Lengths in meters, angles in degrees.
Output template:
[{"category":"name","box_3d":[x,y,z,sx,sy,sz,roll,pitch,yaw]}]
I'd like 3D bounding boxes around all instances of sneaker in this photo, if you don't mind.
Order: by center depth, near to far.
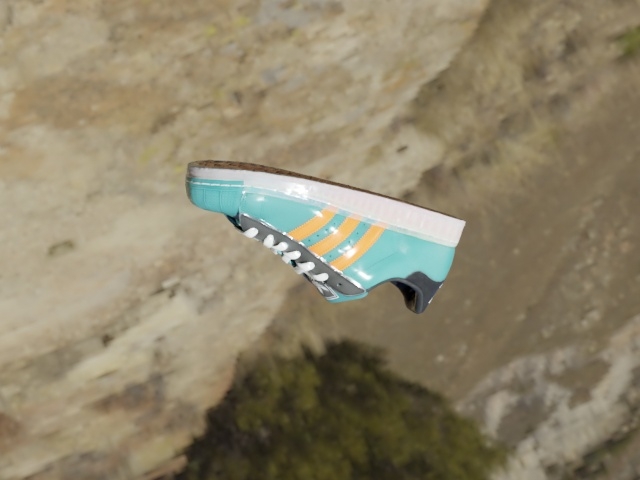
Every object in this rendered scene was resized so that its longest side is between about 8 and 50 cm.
[{"category":"sneaker","box_3d":[0.000,0.000,1.428,0.302,0.121,0.108,14,-175,-21]}]
